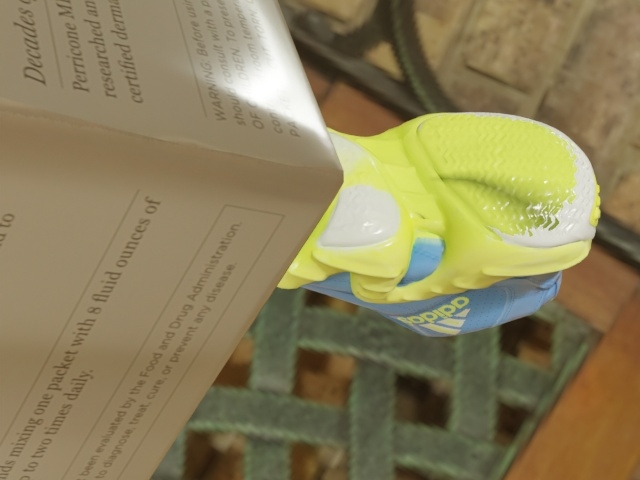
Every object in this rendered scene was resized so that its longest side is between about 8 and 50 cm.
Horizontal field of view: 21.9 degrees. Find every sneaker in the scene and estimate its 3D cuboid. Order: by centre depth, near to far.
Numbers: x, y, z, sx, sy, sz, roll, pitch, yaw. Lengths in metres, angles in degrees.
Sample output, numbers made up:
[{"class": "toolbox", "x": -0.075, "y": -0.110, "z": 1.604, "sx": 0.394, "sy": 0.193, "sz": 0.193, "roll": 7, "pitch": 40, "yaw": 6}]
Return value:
[{"class": "sneaker", "x": 0.000, "y": 0.000, "z": 0.727, "sx": 0.126, "sy": 0.240, "sz": 0.091, "roll": 78, "pitch": 23, "yaw": -59}]

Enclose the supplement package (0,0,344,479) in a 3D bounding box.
[{"class": "supplement package", "x": -0.177, "y": -0.038, "z": 0.384, "sx": 0.293, "sy": 0.175, "sz": 0.177, "roll": 10, "pitch": 132, "yaw": -31}]
